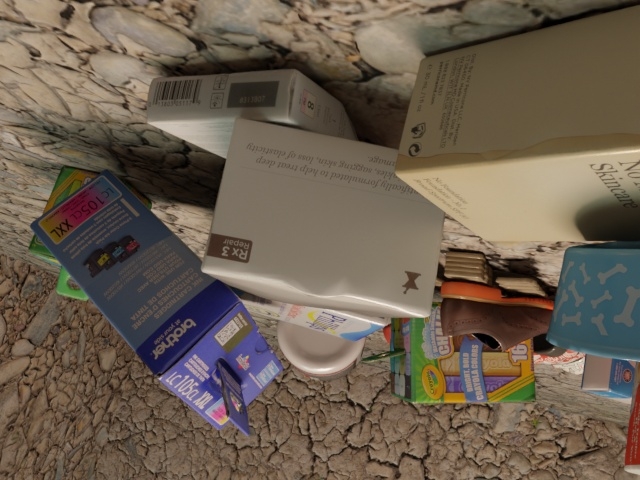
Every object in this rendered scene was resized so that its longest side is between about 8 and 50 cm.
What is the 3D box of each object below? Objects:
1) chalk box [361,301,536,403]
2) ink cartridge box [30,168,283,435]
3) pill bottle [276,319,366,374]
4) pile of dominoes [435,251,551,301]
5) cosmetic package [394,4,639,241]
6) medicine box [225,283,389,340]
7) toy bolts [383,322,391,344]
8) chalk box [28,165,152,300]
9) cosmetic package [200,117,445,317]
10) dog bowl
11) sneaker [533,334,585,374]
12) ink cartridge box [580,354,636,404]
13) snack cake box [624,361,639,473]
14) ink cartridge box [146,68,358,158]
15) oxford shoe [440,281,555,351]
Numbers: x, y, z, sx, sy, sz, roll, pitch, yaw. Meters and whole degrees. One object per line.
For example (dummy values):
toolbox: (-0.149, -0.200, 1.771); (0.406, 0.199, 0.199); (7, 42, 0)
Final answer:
chalk box: (0.225, 0.206, 1.197); (0.289, 0.179, 0.180); (3, 171, -6)
ink cartridge box: (-0.215, 0.109, 0.954); (0.395, 0.151, 0.270); (38, 163, 27)
pill bottle: (0.009, 0.246, 1.623); (0.210, 0.210, 0.363); (14, 164, 6)
pile of dominoes: (0.282, 0.066, 1.091); (0.196, 0.040, 0.251); (4, 169, 28)
cosmetic package: (0.228, -0.076, 0.461); (0.310, 0.113, 0.160); (0, 160, 46)
medicine box: (-0.031, 0.057, 1.110); (0.290, 0.149, 0.263); (17, 165, -2)
toy bolts: (0.283, 0.227, 1.458); (0.228, 0.218, 0.159); (52, 140, -9)
chalk box: (-0.414, -0.003, 1.149); (0.133, 0.212, 0.132); (12, 164, 12)
cosmetic package: (0.000, 0.000, 0.759); (0.217, 0.156, 0.385); (12, 172, -3)
dog bowl: (0.297, 0.036, 0.519); (0.166, 0.074, 0.297); (-1, -179, 42)
sneaker: (0.457, 0.233, 1.370); (0.145, 0.090, 0.270); (24, 160, -22)
ink cartridge box: (0.563, 0.218, 1.114); (0.191, 0.139, 0.082); (19, 163, -13)
snack cake box: (0.447, 0.161, 0.792); (0.089, 0.264, 0.152); (10, 164, 17)
ink cartridge box: (-0.045, -0.118, 0.718); (0.189, 0.066, 0.232); (5, 176, 32)
oxford shoe: (0.314, 0.139, 1.066); (0.272, 0.098, 0.097); (12, 170, -16)
